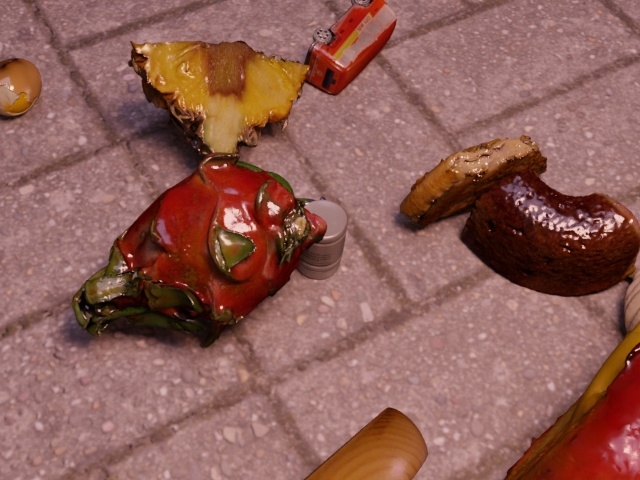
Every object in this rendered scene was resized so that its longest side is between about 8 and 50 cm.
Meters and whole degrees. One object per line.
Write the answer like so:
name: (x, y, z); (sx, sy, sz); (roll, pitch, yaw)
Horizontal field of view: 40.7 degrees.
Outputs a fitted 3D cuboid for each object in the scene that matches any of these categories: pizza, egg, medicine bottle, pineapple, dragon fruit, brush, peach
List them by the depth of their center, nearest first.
brush: (0.045, 0.279, 0.816); (0.166, 0.174, 0.266); (47, 47, 10)
peach: (0.309, 0.193, 0.824); (0.281, 0.281, 0.338); (9, 60, 1)
dragon fruit: (-0.133, 0.026, 0.943); (0.269, 0.198, 0.200); (-38, 24, -24)
medicine bottle: (0.000, 0.000, 1.034); (0.058, 0.091, 0.058); (2, 55, -3)
pizza: (0.204, -0.093, 1.080); (0.226, 0.147, 0.069); (-23, 73, -18)
pineapple: (-0.139, -0.159, 1.119); (0.249, 0.139, 0.164); (-9, 86, -36)
egg: (-0.410, -0.207, 1.155); (0.071, 0.071, 0.083); (27, 46, 13)

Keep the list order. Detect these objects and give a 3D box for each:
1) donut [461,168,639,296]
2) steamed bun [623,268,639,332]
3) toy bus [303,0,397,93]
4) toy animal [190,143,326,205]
donut: (0.289, -0.005, 1.049); (0.144, 0.126, 0.186); (-37, 66, -18)
steamed bun: (0.450, 0.082, 1.009); (0.182, 0.106, 0.183); (3, 56, -5)
toy bus: (0.045, -0.288, 1.247); (0.077, 0.079, 0.174); (35, 59, 8)
toy animal: (-0.101, -0.070, 1.106); (0.216, 0.041, 0.075); (25, 56, 16)
